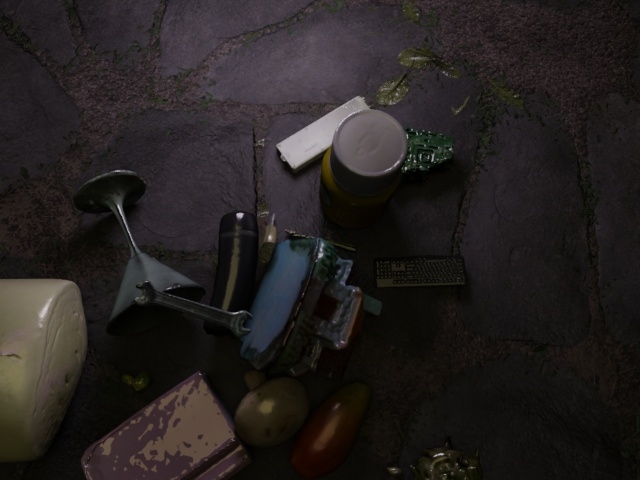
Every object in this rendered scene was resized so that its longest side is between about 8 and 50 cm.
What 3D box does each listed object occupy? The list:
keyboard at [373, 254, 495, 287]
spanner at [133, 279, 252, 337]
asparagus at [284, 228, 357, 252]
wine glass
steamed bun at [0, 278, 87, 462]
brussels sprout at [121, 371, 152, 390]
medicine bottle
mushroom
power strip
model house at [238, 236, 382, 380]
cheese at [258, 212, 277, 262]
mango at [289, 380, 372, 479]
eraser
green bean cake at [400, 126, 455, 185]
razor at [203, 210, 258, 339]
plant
[{"bbox_3d":[0.354,0.094,1.403,0.381,0.041,0.103,-1,75,-3],"label":"keyboard"},{"bbox_3d":[-0.308,0.171,1.140,0.302,0.017,0.071,21,86,-20],"label":"spanner"},{"bbox_3d":[0.000,0.000,1.425,0.232,0.022,0.023,14,118,-1],"label":"asparagus"},{"bbox_3d":[-0.516,0.026,1.289,0.267,0.267,0.406,-25,71,-9],"label":"wine glass"},{"bbox_3d":[-0.813,0.315,1.161,0.371,0.290,0.456,1,74,-3],"label":"steamed bun"},{"bbox_3d":[-0.510,0.388,1.280,0.083,0.046,0.051,-1,30,4],"label":"brussels sprout"},{"bbox_3d":[0.112,-0.185,1.295,0.224,0.384,0.224,1,75,-3],"label":"medicine bottle"},{"bbox_3d":[-0.140,0.425,1.224,0.207,0.207,0.215,-32,45,-11],"label":"mushroom"},{"bbox_3d":[0.027,-0.351,1.515,0.367,0.043,0.106,-33,78,-11],"label":"power strip"},{"bbox_3d":[0.010,0.221,1.259,0.339,0.297,0.360,29,72,-26],"label":"model house"},{"bbox_3d":[-0.150,-0.020,1.364,0.037,0.097,0.192,17,35,-12],"label":"cheese"},{"bbox_3d":[0.033,0.495,1.229,0.146,0.129,0.289,39,71,-19],"label":"mango"},{"bbox_3d":[-0.394,0.555,1.199,0.359,0.122,0.272,-32,78,-11],"label":"eraser"},{"bbox_3d":[0.319,-0.251,1.468,0.208,0.107,0.193,10,73,-1],"label":"green bean cake"},{"bbox_3d":[-0.239,0.099,1.294,0.113,0.204,0.349,7,77,-2],"label":"razor"},{"bbox_3d":[0.342,0.698,1.225,0.251,0.180,0.333,-27,110,-16],"label":"plant"}]
